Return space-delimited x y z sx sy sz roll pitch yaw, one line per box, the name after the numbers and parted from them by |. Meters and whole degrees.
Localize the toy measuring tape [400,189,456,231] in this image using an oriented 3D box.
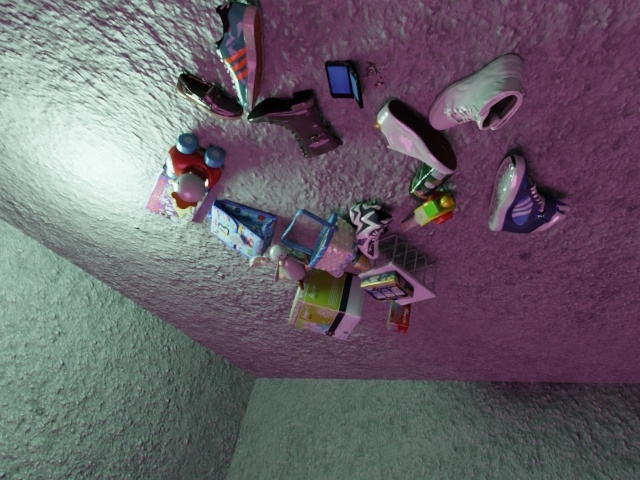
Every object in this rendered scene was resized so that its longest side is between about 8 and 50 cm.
0.404 -0.103 1.645 0.121 0.121 0.330 19 163 -7 | toy measuring tape

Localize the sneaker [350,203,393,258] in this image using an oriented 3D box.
0.220 -0.037 1.734 0.153 0.094 0.235 -6 107 39 | sneaker

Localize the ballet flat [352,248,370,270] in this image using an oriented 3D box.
0.166 0.070 1.871 0.073 0.232 0.080 30 107 -8 | ballet flat

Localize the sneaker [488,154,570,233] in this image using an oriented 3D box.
0.692 -0.146 1.453 0.236 0.130 0.323 -1 140 5 | sneaker

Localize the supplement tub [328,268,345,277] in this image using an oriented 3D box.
0.056 0.121 2.108 0.071 0.071 0.107 -21 133 41 | supplement tub

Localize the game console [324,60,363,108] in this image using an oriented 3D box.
0.068 -0.442 1.288 0.071 0.107 0.122 -20 142 0 | game console

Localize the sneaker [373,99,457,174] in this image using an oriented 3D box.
0.288 -0.299 1.378 0.290 0.106 0.123 41 147 -7 | sneaker

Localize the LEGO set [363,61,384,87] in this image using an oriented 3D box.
0.149 -0.463 1.265 0.083 0.023 0.054 34 142 -26 | LEGO set

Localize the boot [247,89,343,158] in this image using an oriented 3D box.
-0.082 -0.352 1.454 0.263 0.091 0.229 -5 141 23 | boot

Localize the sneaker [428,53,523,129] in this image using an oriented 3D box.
0.403 -0.351 1.206 0.108 0.169 0.292 29 145 -24 | sneaker

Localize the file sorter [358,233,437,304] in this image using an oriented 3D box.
0.336 0.124 1.915 0.278 0.173 0.193 34 142 -27 | file sorter

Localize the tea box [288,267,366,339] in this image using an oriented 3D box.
0.032 0.312 2.261 0.324 0.220 0.329 16 147 -1 | tea box

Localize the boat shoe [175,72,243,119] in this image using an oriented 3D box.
-0.347 -0.453 1.415 0.223 0.080 0.073 24 150 -6 | boat shoe

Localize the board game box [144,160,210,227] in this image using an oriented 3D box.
-0.616 -0.187 1.934 0.208 0.056 0.347 30 143 -16 | board game box

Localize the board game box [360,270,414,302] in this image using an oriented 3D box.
0.273 0.193 1.844 0.170 0.048 0.141 -16 133 40 | board game box

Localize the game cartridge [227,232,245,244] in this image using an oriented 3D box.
-0.360 -0.008 1.928 0.083 0.017 0.056 2 133 42 | game cartridge

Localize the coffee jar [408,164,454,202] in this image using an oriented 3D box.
0.367 -0.208 1.492 0.079 0.096 0.184 24 146 -9 | coffee jar

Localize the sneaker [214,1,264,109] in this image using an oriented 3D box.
-0.229 -0.516 1.266 0.121 0.108 0.302 13 138 4 | sneaker

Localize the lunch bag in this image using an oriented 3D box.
-0.362 -0.059 1.980 0.293 0.138 0.221 27 146 4 | lunch bag

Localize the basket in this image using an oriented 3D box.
0.000 0.000 1.835 0.289 0.201 0.255 22 148 -12 | basket

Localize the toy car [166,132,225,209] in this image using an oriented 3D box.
-0.492 -0.224 1.659 0.210 0.238 0.219 26 144 -17 | toy car

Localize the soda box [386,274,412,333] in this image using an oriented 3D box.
0.366 0.283 2.053 0.092 0.263 0.083 11 148 6 | soda box

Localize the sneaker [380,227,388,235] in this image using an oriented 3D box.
0.234 -0.033 1.829 0.089 0.051 0.170 3 133 17 | sneaker

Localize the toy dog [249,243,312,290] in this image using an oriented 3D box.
-0.136 0.133 2.006 0.220 0.161 0.334 -32 158 25 | toy dog
